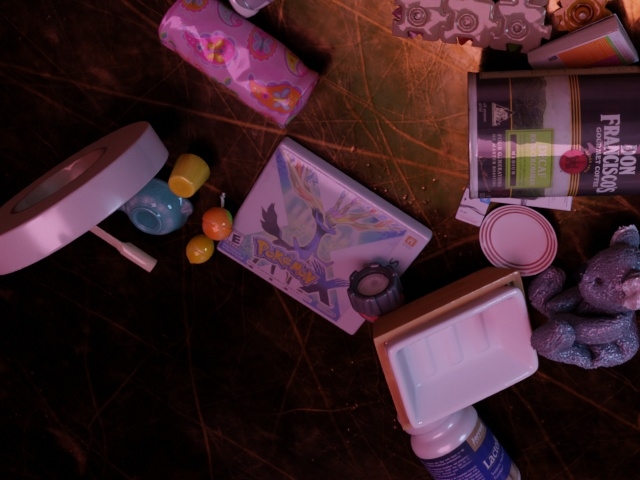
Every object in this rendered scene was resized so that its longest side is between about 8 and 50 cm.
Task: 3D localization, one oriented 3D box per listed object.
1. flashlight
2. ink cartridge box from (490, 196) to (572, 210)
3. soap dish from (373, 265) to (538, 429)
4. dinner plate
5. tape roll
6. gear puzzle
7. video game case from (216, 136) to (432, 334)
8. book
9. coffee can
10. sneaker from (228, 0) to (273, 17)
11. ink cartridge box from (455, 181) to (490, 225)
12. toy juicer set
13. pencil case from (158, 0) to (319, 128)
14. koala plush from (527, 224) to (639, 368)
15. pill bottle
[{"bbox_3d":[0.132,0.181,1.898,0.103,0.103,0.304,-27,132,-10],"label":"flashlight"},{"bbox_3d":[0.357,-0.106,1.650,0.135,0.099,0.056,8,130,16],"label":"ink cartridge box"},{"bbox_3d":[0.244,0.191,1.800,0.290,0.118,0.229,-25,122,-8],"label":"soap dish"},{"bbox_3d":[0.354,-0.002,1.763,0.141,0.017,0.141,12,121,21],"label":"dinner plate"},{"bbox_3d":[-0.453,-0.083,1.786,0.392,0.392,0.072,-21,113,30],"label":"tape roll"},{"bbox_3d":[0.283,-0.383,1.536,0.338,0.044,0.175,10,123,11],"label":"gear puzzle"},{"bbox_3d":[0.000,0.000,1.890,0.329,0.036,0.300,33,127,-3],"label":"video game case"},{"bbox_3d":[0.409,-0.284,1.536,0.144,0.035,0.096,-19,143,29],"label":"book"},{"bbox_3d":[0.366,-0.165,1.517,0.275,0.201,0.202,-1,122,9],"label":"coffee can"},{"bbox_3d":[-0.125,-0.485,1.597,0.132,0.086,0.229,-19,124,24],"label":"sneaker"},{"bbox_3d":[0.272,-0.058,1.757,0.048,0.028,0.083,20,127,7],"label":"ink cartridge box"},{"bbox_3d":[-0.304,-0.039,1.948,0.329,0.089,0.209,-21,121,35],"label":"toy juicer set"},{"bbox_3d":[-0.142,-0.315,1.689,0.284,0.124,0.124,34,127,-3],"label":"pencil case"},{"bbox_3d":[0.492,0.091,1.689,0.203,0.196,0.221,18,127,-6],"label":"koala plush"},{"bbox_3d":[0.276,0.420,1.992,0.153,0.153,0.265,-25,111,31],"label":"pill bottle"}]
